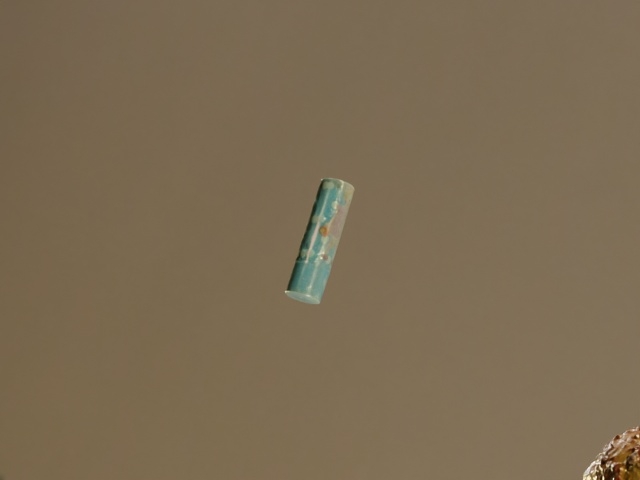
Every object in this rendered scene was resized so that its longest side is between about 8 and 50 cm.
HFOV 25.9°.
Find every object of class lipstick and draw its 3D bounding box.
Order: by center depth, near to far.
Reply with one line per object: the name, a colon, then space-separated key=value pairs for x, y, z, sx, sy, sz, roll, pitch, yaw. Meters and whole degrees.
lipstick: x=0.000 y=0.000 z=1.765 sx=0.048 sy=0.048 sz=0.158 roll=-10 pitch=-121 yaw=60

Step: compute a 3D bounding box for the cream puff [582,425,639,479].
cream puff: x=0.424 y=0.347 z=1.801 sx=0.240 sy=0.164 sz=0.240 roll=-161 pitch=-90 yaw=-78
